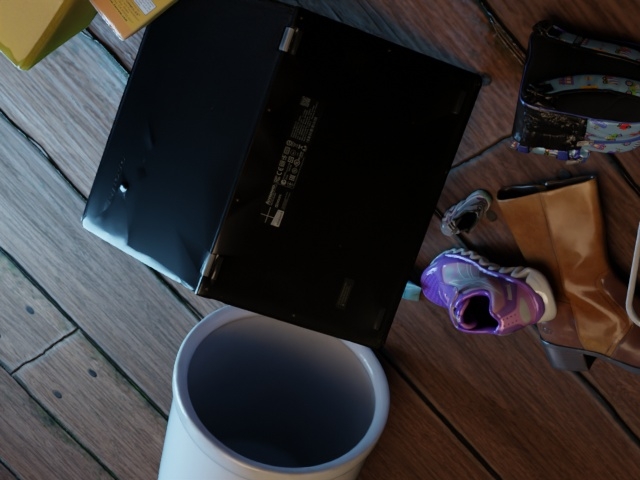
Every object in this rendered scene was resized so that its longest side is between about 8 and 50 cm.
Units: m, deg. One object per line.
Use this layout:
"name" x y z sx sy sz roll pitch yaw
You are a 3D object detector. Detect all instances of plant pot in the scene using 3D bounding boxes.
"plant pot" -0.370 -0.389 1.599 0.212 0.212 0.187 45 120 -10

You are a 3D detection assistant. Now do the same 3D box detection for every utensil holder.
"utensil holder" -0.094 0.337 1.937 0.328 0.327 0.385 26 137 9

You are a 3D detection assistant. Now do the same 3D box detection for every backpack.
"backpack" 0.319 -0.165 1.418 0.173 0.158 0.117 10 139 8

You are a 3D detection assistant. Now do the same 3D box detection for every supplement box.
"supplement box" -0.187 -0.354 1.554 0.233 0.078 0.080 -32 102 34

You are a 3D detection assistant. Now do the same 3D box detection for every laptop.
"laptop" -0.064 -0.114 1.615 0.408 0.236 0.381 18 98 -15

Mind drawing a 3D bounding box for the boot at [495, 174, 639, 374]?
"boot" 0.389 0.036 1.602 0.264 0.096 0.280 -1 118 39

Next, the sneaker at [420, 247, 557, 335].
"sneaker" 0.207 0.079 1.663 0.236 0.105 0.095 12 129 54

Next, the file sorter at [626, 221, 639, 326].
"file sorter" 0.472 -0.028 1.353 0.173 0.277 0.192 17 132 22

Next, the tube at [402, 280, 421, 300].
"tube" 0.053 0.039 1.795 0.207 0.052 0.080 25 171 9

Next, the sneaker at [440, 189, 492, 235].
"sneaker" 0.189 -0.024 1.655 0.038 0.069 0.098 39 134 -3
